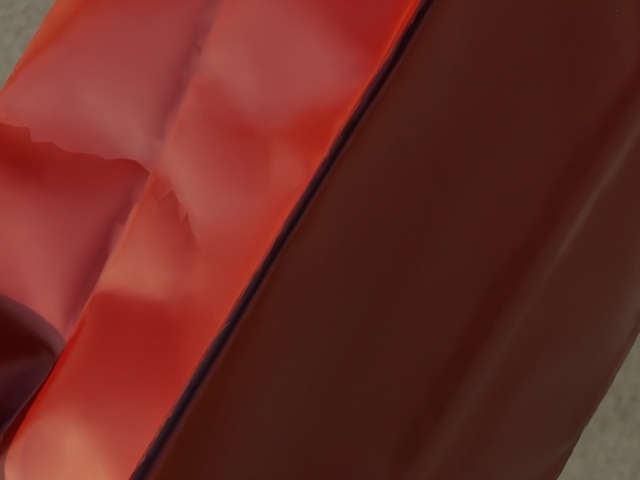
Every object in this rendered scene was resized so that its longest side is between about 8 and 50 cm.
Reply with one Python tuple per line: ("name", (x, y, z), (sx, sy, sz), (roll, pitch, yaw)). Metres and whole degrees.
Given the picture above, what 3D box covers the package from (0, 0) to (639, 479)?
("package", (0.000, -0.001, 0.540), (0.123, 0.423, 0.196), (30, 176, 37))
